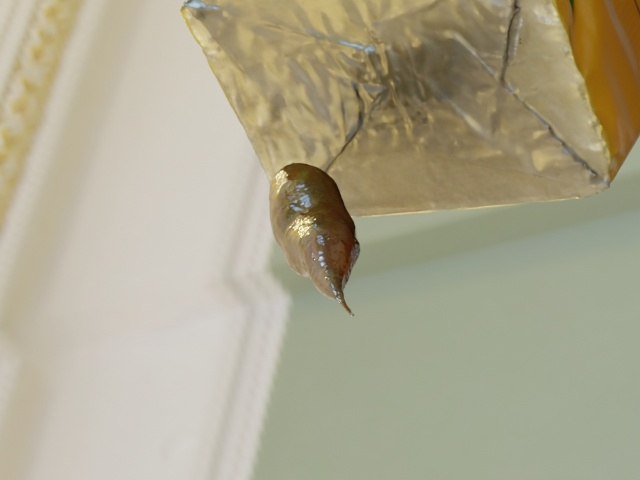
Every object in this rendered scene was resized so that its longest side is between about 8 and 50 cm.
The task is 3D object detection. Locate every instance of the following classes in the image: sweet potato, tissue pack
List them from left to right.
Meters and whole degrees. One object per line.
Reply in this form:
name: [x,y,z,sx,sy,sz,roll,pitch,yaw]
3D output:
sweet potato: [0.000,0.000,1.259,0.056,0.056,0.195,60,-179,-26]
tissue pack: [0.125,-0.211,1.446,0.382,0.293,0.228,-56,-50,-41]
